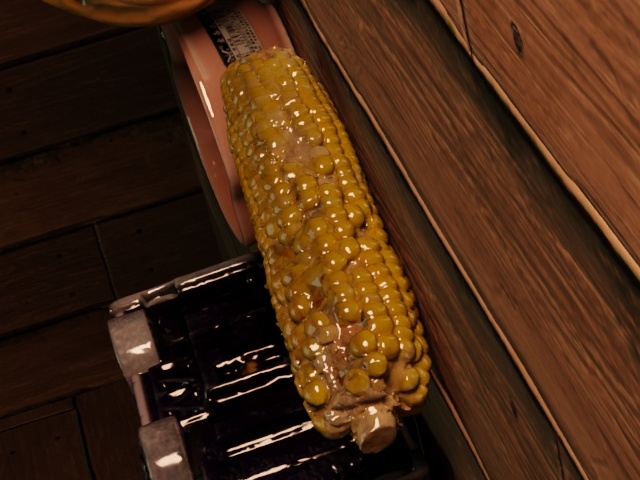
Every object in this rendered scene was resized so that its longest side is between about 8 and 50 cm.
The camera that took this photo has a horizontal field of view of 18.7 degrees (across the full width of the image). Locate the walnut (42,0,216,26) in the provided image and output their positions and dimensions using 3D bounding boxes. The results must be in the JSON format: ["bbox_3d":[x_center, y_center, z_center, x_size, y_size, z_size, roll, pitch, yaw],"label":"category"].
[{"bbox_3d":[-0.146,-0.250,1.400,0.195,0.221,0.195,19,-90,-76],"label":"walnut"}]

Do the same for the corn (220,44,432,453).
[{"bbox_3d":[0.000,0.000,1.302,0.097,0.097,0.320,80,172,-55],"label":"corn"}]

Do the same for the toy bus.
[{"bbox_3d":[-0.029,0.194,1.580,0.440,0.209,0.249,-118,10,-65],"label":"toy bus"}]

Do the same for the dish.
[{"bbox_3d":[-0.057,-0.111,1.542,0.213,0.090,0.213,160,90,-84],"label":"dish"}]
